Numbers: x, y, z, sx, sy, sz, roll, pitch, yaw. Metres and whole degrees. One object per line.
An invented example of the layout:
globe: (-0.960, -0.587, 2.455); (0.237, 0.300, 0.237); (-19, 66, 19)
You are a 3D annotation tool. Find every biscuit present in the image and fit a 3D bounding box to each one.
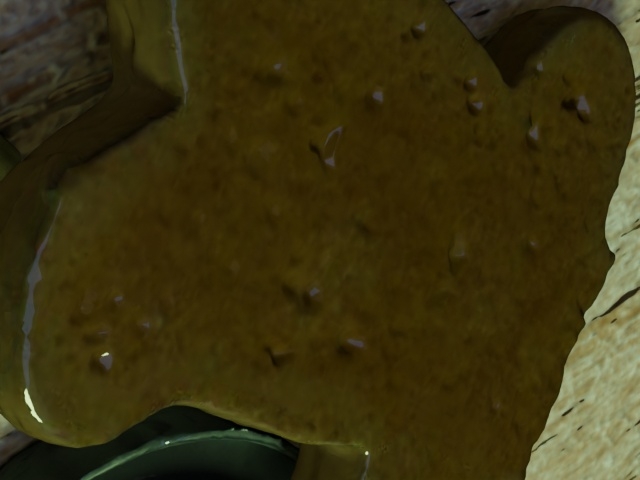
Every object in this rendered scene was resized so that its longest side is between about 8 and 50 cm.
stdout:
biscuit: (0.000, 0.000, 0.975); (0.394, 0.076, 0.368); (28, 81, -44)

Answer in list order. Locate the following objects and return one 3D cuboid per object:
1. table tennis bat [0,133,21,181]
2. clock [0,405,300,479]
table tennis bat: (-0.188, -0.078, 0.857); (0.087, 0.013, 0.156); (-48, 132, -8)
clock: (-0.102, 0.217, 1.049); (0.281, 0.055, 0.280); (-17, 122, -30)
